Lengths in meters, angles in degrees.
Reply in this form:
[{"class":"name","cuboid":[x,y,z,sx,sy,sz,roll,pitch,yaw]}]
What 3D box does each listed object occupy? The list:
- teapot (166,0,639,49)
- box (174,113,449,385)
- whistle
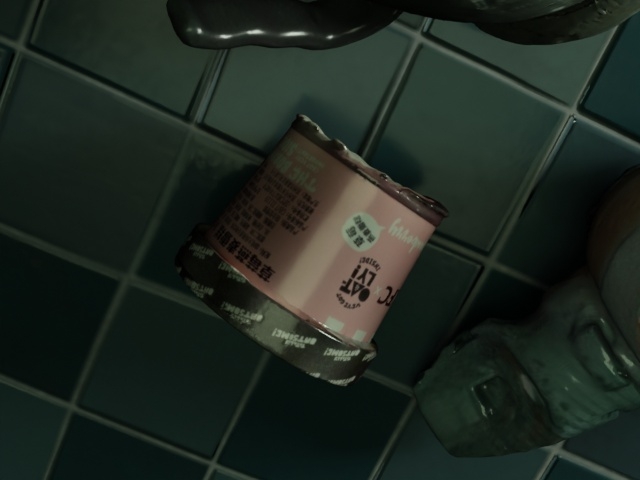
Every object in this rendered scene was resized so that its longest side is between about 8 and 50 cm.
[{"class":"teapot","cuboid":[0.086,-0.180,0.465,0.223,0.285,0.305,42,108,20]},{"class":"box","cuboid":[0.000,0.000,0.579,0.151,0.151,0.135,34,94,-10]},{"class":"whistle","cuboid":[0.214,0.064,0.590,0.347,0.189,0.189,-34,104,21]}]
